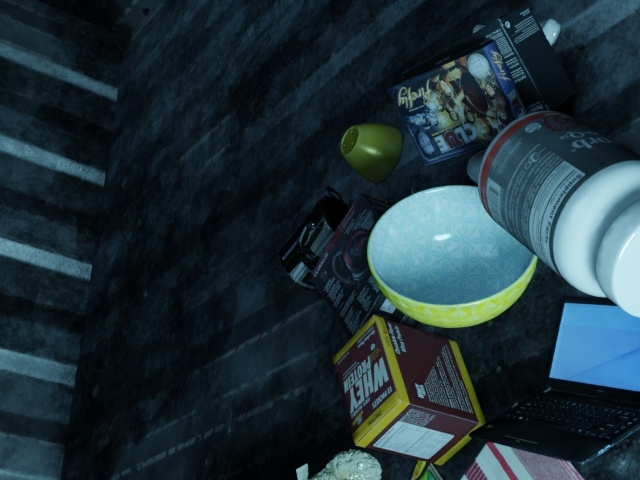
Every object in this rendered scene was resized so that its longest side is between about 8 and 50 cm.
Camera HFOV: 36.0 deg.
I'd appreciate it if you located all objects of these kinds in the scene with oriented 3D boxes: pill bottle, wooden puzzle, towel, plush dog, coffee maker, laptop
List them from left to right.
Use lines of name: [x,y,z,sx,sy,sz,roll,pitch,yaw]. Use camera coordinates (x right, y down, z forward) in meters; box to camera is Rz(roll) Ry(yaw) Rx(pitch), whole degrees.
coffee maker: [0.000,0.000,2.213,0.178,0.120,0.171,-51,12,28]
plush dog: [0.050,0.530,1.761,0.225,0.211,0.262,23,95,33]
wooden puzzle: [0.188,0.437,1.731,0.078,0.014,0.116,-65,31,9]
towel: [0.288,0.452,1.544,0.329,0.037,0.237,-59,34,21]
laptop: [0.372,0.196,1.451,0.234,0.264,0.136,-1,108,59]
pill bottle: [0.403,-0.043,1.459,0.210,0.210,0.363,-62,29,14]

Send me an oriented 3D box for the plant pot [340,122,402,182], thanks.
plant pot: [0.101,-0.204,2.163,0.134,0.095,0.134,-34,46,45]

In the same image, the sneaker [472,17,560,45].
sneaker: [0.338,-0.361,1.834,0.232,0.115,0.090,-27,21,48]

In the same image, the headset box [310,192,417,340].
headset box: [0.107,0.057,1.987,0.218,0.110,0.293,-60,32,17]

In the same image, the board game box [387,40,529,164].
board game box: [0.248,-0.240,1.768,0.042,0.165,0.243,-36,12,-37]

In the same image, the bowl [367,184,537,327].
bowl: [0.232,0.055,1.709,0.289,0.290,0.156,-106,3,-45]

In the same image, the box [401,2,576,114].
box: [0.301,-0.286,1.793,0.261,0.103,0.184,-21,98,52]

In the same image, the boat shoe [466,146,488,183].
boat shoe: [0.338,-0.138,1.750,0.267,0.088,0.096,17,88,60]

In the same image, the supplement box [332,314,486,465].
supplement box: [0.151,0.261,1.714,0.129,0.194,0.191,-50,36,30]
